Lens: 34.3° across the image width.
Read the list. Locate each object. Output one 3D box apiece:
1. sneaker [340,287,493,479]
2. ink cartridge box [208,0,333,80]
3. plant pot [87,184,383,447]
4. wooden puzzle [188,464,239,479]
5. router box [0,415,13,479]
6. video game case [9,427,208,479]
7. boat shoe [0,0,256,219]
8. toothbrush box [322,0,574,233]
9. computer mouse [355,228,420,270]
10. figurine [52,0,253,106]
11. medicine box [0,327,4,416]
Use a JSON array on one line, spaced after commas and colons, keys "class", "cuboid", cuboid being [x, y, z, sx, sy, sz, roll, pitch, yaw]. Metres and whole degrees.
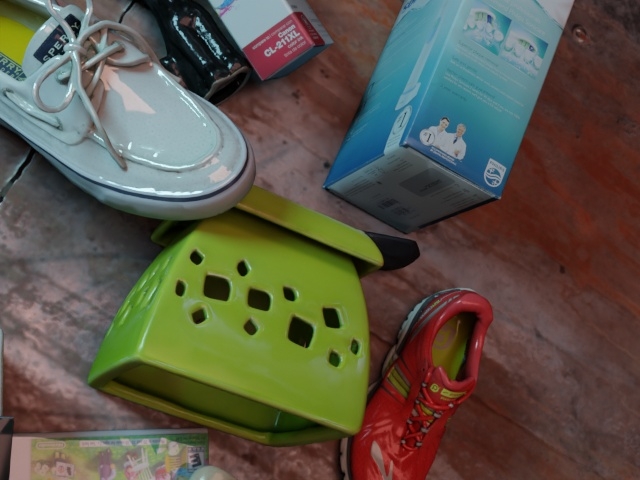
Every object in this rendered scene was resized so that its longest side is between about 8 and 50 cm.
[{"class": "sneaker", "cuboid": [0.110, 0.173, 1.138, 0.107, 0.118, 0.279, 27, 72, -14]}, {"class": "ink cartridge box", "cuboid": [-0.071, -0.268, 1.133, 0.072, 0.127, 0.175, -32, 95, 15]}, {"class": "plant pot", "cuboid": [-0.076, 0.072, 1.031, 0.228, 0.227, 0.207, 23, 68, -17]}, {"class": "wooden puzzle", "cuboid": [-0.088, 0.377, 1.049, 0.238, 0.044, 0.221, 40, 69, -23]}, {"class": "router box", "cuboid": [-0.342, 0.204, 0.831, 0.178, 0.046, 0.133, 7, 77, -21]}, {"class": "video game case", "cuboid": [-0.215, 0.288, 1.040, 0.212, 0.023, 0.194, 2, 80, -21]}, {"class": "boat shoe", "cuboid": [-0.220, -0.155, 0.930, 0.367, 0.156, 0.136, 32, 65, 19]}, {"class": "toothbrush box", "cuboid": [0.145, -0.178, 1.163, 0.126, 0.216, 0.296, 27, 71, -16]}, {"class": "computer mouse", "cuboid": [0.000, 0.000, 1.156, 0.242, 0.071, 0.041, 11, 92, -18]}, {"class": "figurine", "cuboid": [-0.217, -0.211, 1.104, 0.214, 0.092, 0.209, -33, 86, -22]}, {"class": "medicine box", "cuboid": [-0.417, 0.225, 0.904, 0.263, 0.149, 0.290, 1, 81, -22]}]
